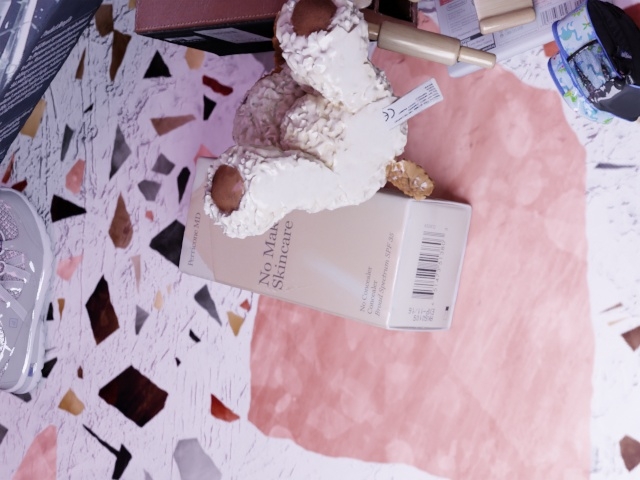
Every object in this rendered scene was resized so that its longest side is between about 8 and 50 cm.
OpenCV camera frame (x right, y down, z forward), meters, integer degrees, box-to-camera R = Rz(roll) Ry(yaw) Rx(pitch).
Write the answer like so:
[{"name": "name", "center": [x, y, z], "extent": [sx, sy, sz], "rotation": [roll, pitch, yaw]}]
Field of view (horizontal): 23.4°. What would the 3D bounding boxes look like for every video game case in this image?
[{"name": "video game case", "center": [0.204, -0.289, 1.637], "extent": [0.201, 0.023, 0.183], "rotation": [-19, 76, 38]}]

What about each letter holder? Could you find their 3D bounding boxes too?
[{"name": "letter holder", "center": [-0.049, -0.337, 1.765], "extent": [0.302, 0.152, 0.214], "rotation": [1, 86, 39]}]

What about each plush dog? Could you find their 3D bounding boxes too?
[{"name": "plush dog", "center": [-0.012, -0.116, 1.592], "extent": [0.225, 0.211, 0.262], "rotation": [29, 95, 61]}]

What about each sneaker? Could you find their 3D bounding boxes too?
[{"name": "sneaker", "center": [-0.431, 0.065, 2.074], "extent": [0.105, 0.115, 0.281], "rotation": [-9, 82, 39]}]

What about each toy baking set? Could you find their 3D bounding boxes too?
[{"name": "toy baking set", "center": [0.102, -0.285, 1.608], "extent": [0.256, 0.030, 0.196], "rotation": [10, 84, 1]}]

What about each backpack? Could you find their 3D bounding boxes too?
[{"name": "backpack", "center": [0.274, -0.174, 1.519], "extent": [0.084, 0.105, 0.114], "rotation": [-34, 64, 32]}]

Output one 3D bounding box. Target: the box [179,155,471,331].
[{"name": "box", "center": [0.000, 0.000, 1.722], "extent": [0.311, 0.121, 0.148], "rotation": [11, 94, 39]}]

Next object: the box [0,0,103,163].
[{"name": "box", "center": [-0.537, -0.357, 1.935], "extent": [0.480, 0.297, 0.471], "rotation": [36, 111, -3]}]
